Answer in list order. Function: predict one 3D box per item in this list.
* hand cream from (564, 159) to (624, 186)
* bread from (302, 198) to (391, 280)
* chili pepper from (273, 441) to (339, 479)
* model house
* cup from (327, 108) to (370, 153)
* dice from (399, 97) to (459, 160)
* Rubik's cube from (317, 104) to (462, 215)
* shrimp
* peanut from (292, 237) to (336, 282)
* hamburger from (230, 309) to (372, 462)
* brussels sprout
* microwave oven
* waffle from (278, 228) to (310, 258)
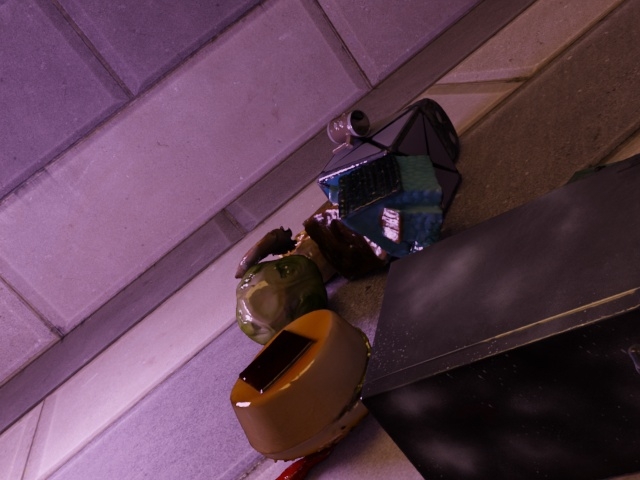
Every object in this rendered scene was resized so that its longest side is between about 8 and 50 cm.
[{"bbox_3d":[0.490,-0.070,1.187,0.111,0.070,0.312,-16,25,51],"label":"hand cream"},{"bbox_3d":[0.074,-0.012,1.536,0.110,0.210,0.192,-42,8,-39],"label":"bread"},{"bbox_3d":[-0.040,0.408,1.078,0.178,0.027,0.045,-35,19,-4],"label":"chili pepper"},{"bbox_3d":[0.136,-0.052,1.352,0.240,0.226,0.261,3,26,1],"label":"model house"},{"bbox_3d":[0.073,-0.285,1.627,0.074,0.102,0.099,-3,-4,-40],"label":"cup"},{"bbox_3d":[0.298,-0.300,1.836,0.182,0.183,0.181,-25,25,32],"label":"dice"},{"bbox_3d":[0.185,-0.165,1.621,0.260,0.259,0.255,-21,27,40],"label":"Rubik's cube"},{"bbox_3d":[-0.142,0.041,1.602,0.178,0.075,0.289,-43,0,7],"label":"shrimp"},{"bbox_3d":[-0.051,0.085,1.652,0.253,0.122,0.137,-38,-12,5],"label":"peanut"},{"bbox_3d":[-0.019,0.267,1.128,0.300,0.176,0.300,-34,15,10],"label":"hamburger"},{"bbox_3d":[-0.100,0.143,1.451,0.219,0.210,0.271,-18,-8,11],"label":"brussels sprout"},{"bbox_3d":[0.314,0.114,0.827,0.431,0.236,0.374,-26,23,28],"label":"microwave oven"},{"bbox_3d":[0.008,-0.007,1.855,0.329,0.062,0.329,-33,21,14],"label":"waffle"}]
